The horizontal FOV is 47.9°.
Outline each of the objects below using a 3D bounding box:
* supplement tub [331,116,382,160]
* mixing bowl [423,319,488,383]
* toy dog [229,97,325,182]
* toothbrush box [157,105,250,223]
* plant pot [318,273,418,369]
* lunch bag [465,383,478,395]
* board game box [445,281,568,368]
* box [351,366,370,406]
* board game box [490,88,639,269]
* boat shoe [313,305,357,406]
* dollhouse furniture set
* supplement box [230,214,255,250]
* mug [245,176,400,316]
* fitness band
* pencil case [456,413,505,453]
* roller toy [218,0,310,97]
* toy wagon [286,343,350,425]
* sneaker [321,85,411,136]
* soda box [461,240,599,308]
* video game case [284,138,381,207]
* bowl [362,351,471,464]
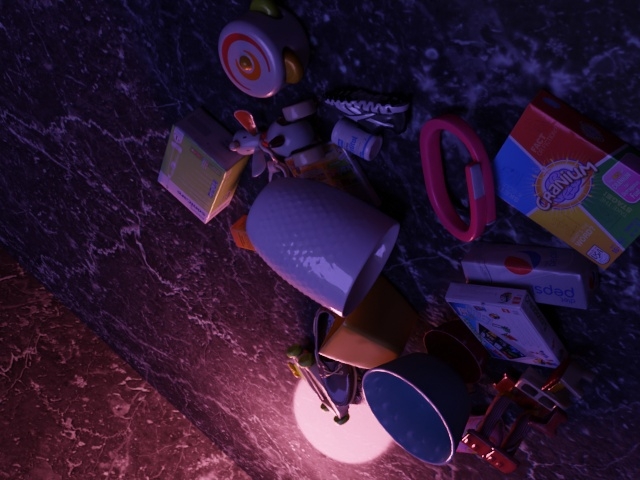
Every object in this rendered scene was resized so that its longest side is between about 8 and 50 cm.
[{"bbox_3d":[0.088,-0.242,1.717,0.107,0.071,0.071,29,140,21],"label":"supplement tub"},{"bbox_3d":[0.372,0.276,1.893,0.181,0.098,0.181,34,148,25],"label":"mixing bowl"},{"bbox_3d":[-0.135,-0.247,1.836,0.333,0.161,0.220,-32,84,51],"label":"toy dog"},{"bbox_3d":[-0.346,-0.217,2.114,0.206,0.122,0.283,41,142,6],"label":"toothbrush box"},{"bbox_3d":[0.146,0.241,2.018,0.187,0.212,0.212,31,143,-2],"label":"plant pot"},{"bbox_3d":[0.349,0.388,2.043,0.129,0.096,0.151,-32,85,56],"label":"lunch bag"},{"bbox_3d":[0.447,0.205,1.715,0.193,0.053,0.305,5,149,41],"label":"board game box"},{"bbox_3d":[0.117,0.441,2.318,0.147,0.077,0.180,-9,118,48],"label":"box"},{"bbox_3d":[0.506,-0.116,1.436,0.316,0.064,0.242,37,143,12],"label":"board game box"},{"bbox_3d":[0.038,0.355,2.186,0.116,0.096,0.324,-5,93,16],"label":"boat shoe"},{"bbox_3d":[0.497,0.417,1.777,0.152,0.201,0.374,34,154,13],"label":"dollhouse furniture set"},{"bbox_3d":[-0.157,-0.011,2.162,0.233,0.080,0.078,10,133,35],"label":"supplement box"},{"bbox_3d":[0.000,0.000,1.854,0.328,0.276,0.374,31,178,14],"label":"mug"},{"bbox_3d":[0.296,-0.135,1.569,0.209,0.054,0.291,45,154,53],"label":"fitness band"},{"bbox_3d":[0.401,0.561,2.126,0.284,0.124,0.124,-8,118,49],"label":"pencil case"},{"bbox_3d":[-0.134,-0.438,1.684,0.209,0.146,0.191,52,143,-9],"label":"roller toy"},{"bbox_3d":[-0.019,0.466,2.425,0.267,0.068,0.344,61,166,-18],"label":"toy wagon"},{"bbox_3d":[0.102,-0.289,1.652,0.234,0.078,0.106,14,131,32],"label":"sneaker"},{"bbox_3d":[0.470,0.074,1.626,0.286,0.091,0.098,7,128,40],"label":"soda box"},{"bbox_3d":[0.030,-0.157,1.890,0.227,0.026,0.206,-12,115,50],"label":"video game case"},{"bbox_3d":[0.277,0.421,1.918,0.311,0.163,0.312,34,144,29],"label":"bowl"}]
